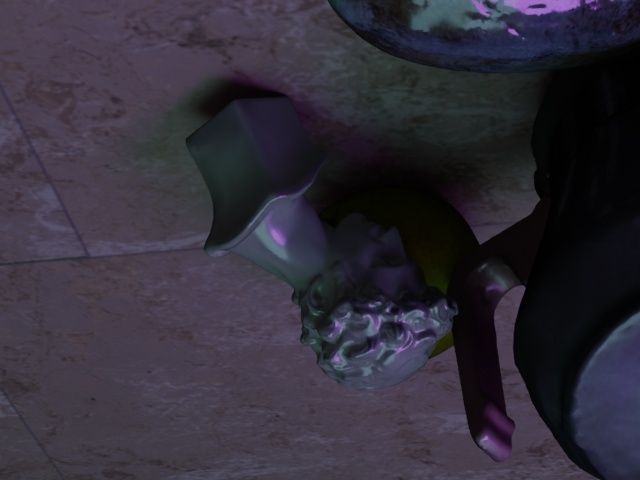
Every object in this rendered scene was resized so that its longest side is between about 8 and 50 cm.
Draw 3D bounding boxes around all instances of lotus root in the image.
[{"bbox_3d":[0.163,-0.190,1.127,0.322,0.140,0.158,3,146,-8],"label":"lotus root"}]

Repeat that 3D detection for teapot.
[{"bbox_3d":[0.267,0.022,1.222,0.376,0.362,0.305,-33,120,24],"label":"teapot"}]

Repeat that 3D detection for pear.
[{"bbox_3d":[0.050,0.018,1.438,0.216,0.166,0.180,40,147,-16],"label":"pear"}]

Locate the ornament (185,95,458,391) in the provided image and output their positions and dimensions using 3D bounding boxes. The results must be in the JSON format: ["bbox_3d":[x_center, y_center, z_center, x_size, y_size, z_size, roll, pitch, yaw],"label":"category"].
[{"bbox_3d":[-0.013,0.006,1.317,0.120,0.285,0.130,-29,161,-47],"label":"ornament"}]
